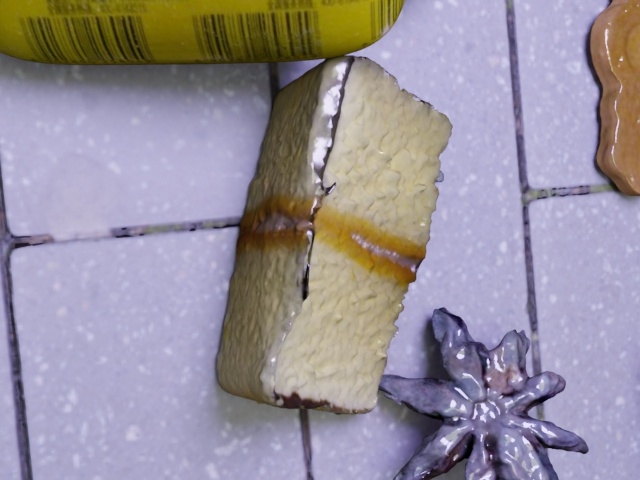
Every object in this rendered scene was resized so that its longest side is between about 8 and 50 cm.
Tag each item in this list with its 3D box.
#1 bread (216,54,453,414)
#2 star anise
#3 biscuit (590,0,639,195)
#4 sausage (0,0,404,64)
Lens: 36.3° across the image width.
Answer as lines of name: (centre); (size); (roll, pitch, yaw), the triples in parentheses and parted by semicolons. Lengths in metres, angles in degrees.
bread: (0.000, 0.000, 0.753); (0.141, 0.178, 0.266); (9, 82, 18)
star anise: (0.127, 0.147, 0.792); (0.180, 0.061, 0.204); (-7, 69, 2)
biscuit: (0.312, -0.158, 0.894); (0.144, 0.040, 0.236); (-3, 90, -26)
sausage: (-0.093, -0.183, 0.668); (0.347, 0.123, 0.123); (0, 91, 3)
